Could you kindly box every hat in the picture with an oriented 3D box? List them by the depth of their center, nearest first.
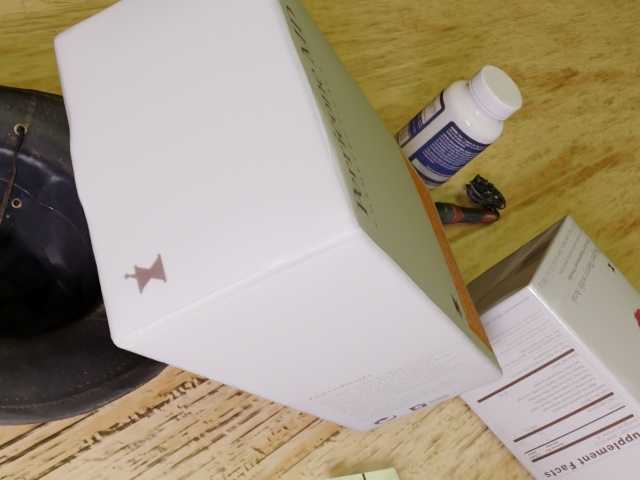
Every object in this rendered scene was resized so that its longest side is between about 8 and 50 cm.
[{"bbox_3d":[-0.257,0.022,0.642,0.331,0.134,0.331,19,44,-20],"label":"hat"}]

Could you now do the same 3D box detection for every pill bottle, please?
[{"bbox_3d":[0.178,-0.148,1.119,0.094,0.169,0.094,23,47,-27],"label":"pill bottle"}]

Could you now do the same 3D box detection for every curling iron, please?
[{"bbox_3d":[0.156,-0.045,1.125,0.274,0.035,0.068,-10,62,-45],"label":"curling iron"}]

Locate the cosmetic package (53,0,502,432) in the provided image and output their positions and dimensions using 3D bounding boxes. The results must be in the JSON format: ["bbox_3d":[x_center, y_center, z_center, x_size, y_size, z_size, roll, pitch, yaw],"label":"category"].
[{"bbox_3d":[0.000,0.000,0.701,0.453,0.161,0.230,40,29,-62],"label":"cosmetic package"}]

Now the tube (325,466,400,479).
[{"bbox_3d":[0.082,0.320,0.768,0.070,0.062,0.240,67,0,-64],"label":"tube"}]

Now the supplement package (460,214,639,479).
[{"bbox_3d":[0.298,0.154,0.987,0.293,0.175,0.177,47,40,-2],"label":"supplement package"}]
